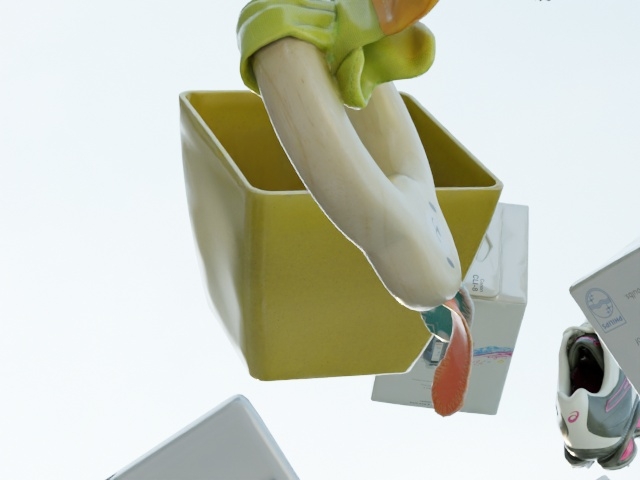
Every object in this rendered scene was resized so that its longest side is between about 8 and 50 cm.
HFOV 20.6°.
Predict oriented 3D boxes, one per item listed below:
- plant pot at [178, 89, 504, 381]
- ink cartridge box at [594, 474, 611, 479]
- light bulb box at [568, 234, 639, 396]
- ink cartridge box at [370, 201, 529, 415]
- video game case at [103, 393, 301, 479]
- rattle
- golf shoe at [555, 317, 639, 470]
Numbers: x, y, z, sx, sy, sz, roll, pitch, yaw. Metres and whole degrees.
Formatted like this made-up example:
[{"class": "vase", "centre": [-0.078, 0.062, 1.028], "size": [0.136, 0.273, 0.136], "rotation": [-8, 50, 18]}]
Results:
[{"class": "plant pot", "centre": [0.000, 0.000, 1.453], "size": [0.212, 0.212, 0.187], "rotation": [-128, -138, -57]}, {"class": "ink cartridge box", "centre": [0.183, 0.320, 1.496], "size": [0.093, 0.212, 0.154], "rotation": [46, -32, 31]}, {"class": "light bulb box", "centre": [0.456, 0.074, 1.378], "size": [0.361, 0.358, 0.225], "rotation": [56, -37, 2]}, {"class": "ink cartridge box", "centre": [0.121, 0.059, 1.662], "size": [0.127, 0.128, 0.176], "rotation": [8, -42, -1]}, {"class": "video game case", "centre": [-0.076, 0.295, 0.892], "size": [0.329, 0.300, 0.036], "rotation": [57, -5, -2]}, {"class": "rattle", "centre": [0.063, -0.040, 0.743], "size": [0.200, 0.142, 0.130], "rotation": [59, 2, -8]}, {"class": "golf shoe", "centre": [0.317, 0.120, 1.917], "size": [0.105, 0.273, 0.120], "rotation": [-9, -49, 27]}]
